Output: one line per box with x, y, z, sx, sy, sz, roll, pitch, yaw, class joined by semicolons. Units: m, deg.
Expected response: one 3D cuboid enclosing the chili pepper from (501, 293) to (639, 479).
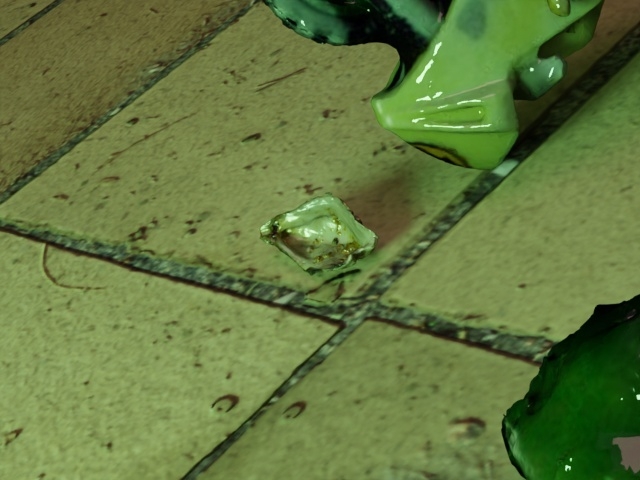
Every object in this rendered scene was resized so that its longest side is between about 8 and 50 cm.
0.208;0.045;0.716;0.265;0.116;0.148;-25;32;1;chili pepper

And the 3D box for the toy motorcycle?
0.168;-0.197;1.034;0.410;0.237;0.169;-23;14;-1;toy motorcycle

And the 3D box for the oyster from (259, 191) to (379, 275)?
0.001;-0.003;1.047;0.051;0.034;0.093;-48;45;-9;oyster
